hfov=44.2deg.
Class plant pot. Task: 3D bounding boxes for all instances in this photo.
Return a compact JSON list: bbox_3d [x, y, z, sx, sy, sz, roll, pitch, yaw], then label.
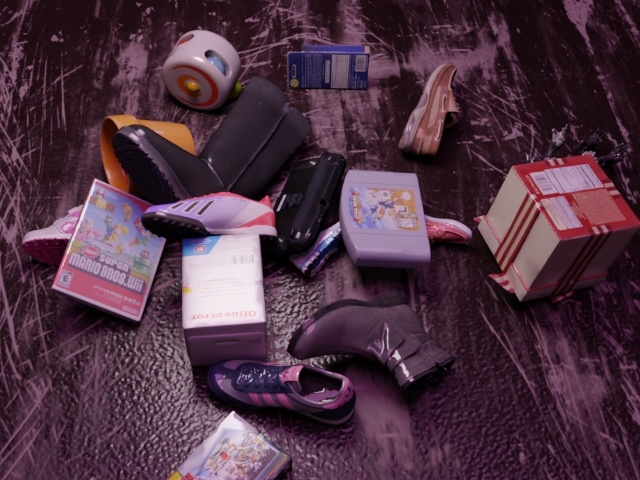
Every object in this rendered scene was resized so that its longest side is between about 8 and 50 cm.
[{"bbox_3d":[-0.421,-0.216,1.955,0.188,0.205,0.205,-13,53,-30],"label":"plant pot"}]

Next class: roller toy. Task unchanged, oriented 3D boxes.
[{"bbox_3d":[-0.325,-0.455,2.130,0.209,0.191,0.146,14,54,9],"label":"roller toy"}]

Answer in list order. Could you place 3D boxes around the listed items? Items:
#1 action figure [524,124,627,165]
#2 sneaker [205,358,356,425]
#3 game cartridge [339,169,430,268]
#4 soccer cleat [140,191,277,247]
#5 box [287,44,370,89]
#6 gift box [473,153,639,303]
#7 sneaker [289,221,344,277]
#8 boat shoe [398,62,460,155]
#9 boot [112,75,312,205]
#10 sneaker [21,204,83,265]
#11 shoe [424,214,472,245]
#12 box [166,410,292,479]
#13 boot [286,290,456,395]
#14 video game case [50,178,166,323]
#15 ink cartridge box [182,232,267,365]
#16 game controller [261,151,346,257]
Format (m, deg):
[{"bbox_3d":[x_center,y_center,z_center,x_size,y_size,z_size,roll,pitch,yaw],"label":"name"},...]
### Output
[{"bbox_3d":[0.636,-0.211,2.010,0.275,0.141,0.164,-22,58,-22],"label":"action figure"},{"bbox_3d":[-0.082,0.284,1.609,0.318,0.131,0.112,8,54,5],"label":"sneaker"},{"bbox_3d":[0.144,-0.058,1.852,0.198,0.062,0.297,5,45,-9],"label":"game cartridge"},{"bbox_3d":[-0.245,-0.057,1.747,0.318,0.108,0.116,6,69,-30],"label":"soccer cleat"},{"bbox_3d":[0.021,-0.482,2.196,0.225,0.136,0.037,0,53,-2],"label":"box"},{"bbox_3d":[0.506,-0.025,1.784,0.276,0.258,0.255,-6,53,-16],"label":"gift box"},{"bbox_3d":[0.000,0.000,1.872,0.083,0.071,0.190,33,58,28],"label":"sneaker"},{"bbox_3d":[0.314,-0.345,2.124,0.116,0.123,0.324,23,62,7],"label":"boat shoe"},{"bbox_3d":[-0.245,-0.252,1.901,0.146,0.367,0.445,1,46,46],"label":"boot"},{"bbox_3d":[-0.572,-0.020,1.855,0.252,0.103,0.111,-10,52,-19],"label":"sneaker"},{"bbox_3d":[0.269,-0.011,1.894,0.178,0.063,0.081,18,55,18],"label":"shoe"},{"bbox_3d":[-0.188,0.466,1.522,0.159,0.044,0.233,33,59,22],"label":"box"},{"bbox_3d":[0.117,0.227,1.622,0.338,0.118,0.223,-15,52,-35],"label":"boot"},{"bbox_3d":[-0.463,0.022,1.778,0.204,0.025,0.285,25,58,-23],"label":"video game case"},{"bbox_3d":[-0.205,0.129,1.701,0.171,0.168,0.233,-4,53,-4],"label":"ink cartridge box"},{"bbox_3d":[-0.043,-0.089,1.911,0.166,0.067,0.319,-17,39,40],"label":"game controller"}]
